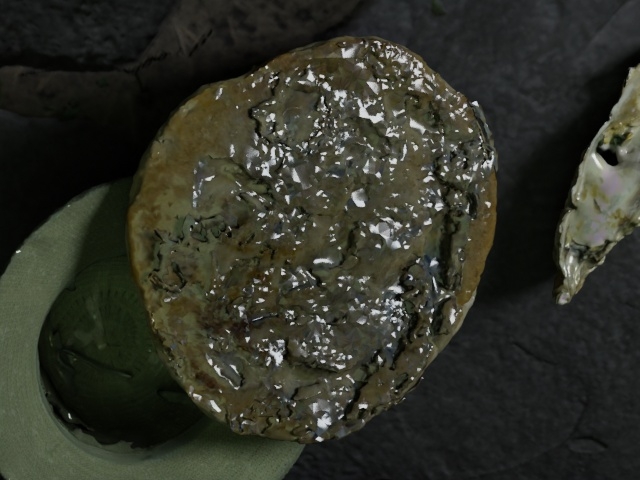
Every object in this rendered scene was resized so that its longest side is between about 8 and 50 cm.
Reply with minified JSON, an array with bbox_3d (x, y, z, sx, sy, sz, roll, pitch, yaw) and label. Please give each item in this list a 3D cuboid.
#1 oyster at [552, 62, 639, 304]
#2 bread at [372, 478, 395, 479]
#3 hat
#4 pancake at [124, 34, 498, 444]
[{"bbox_3d":[0.213,-0.055,1.199,0.200,0.061,0.106,-38,91,17],"label":"oyster"},{"bbox_3d":[-0.001,0.304,1.273,0.270,0.270,0.148,-36,111,19],"label":"bread"},{"bbox_3d":[-0.134,0.078,1.220,0.257,0.130,0.257,-2,95,-24],"label":"hat"},{"bbox_3d":[0.000,0.000,1.170,0.282,0.049,0.283,-4,101,-21],"label":"pancake"}]
